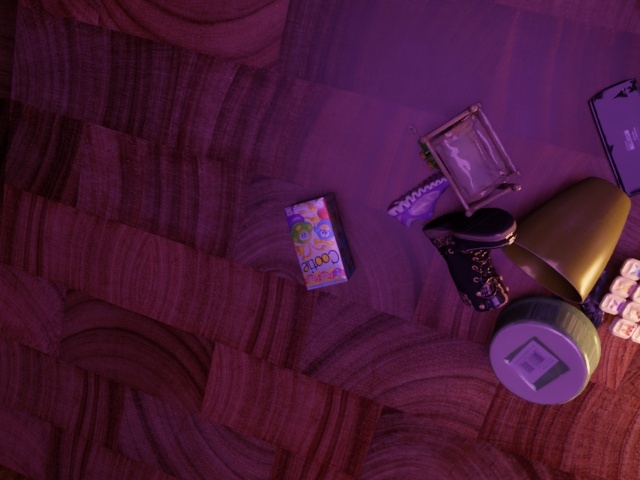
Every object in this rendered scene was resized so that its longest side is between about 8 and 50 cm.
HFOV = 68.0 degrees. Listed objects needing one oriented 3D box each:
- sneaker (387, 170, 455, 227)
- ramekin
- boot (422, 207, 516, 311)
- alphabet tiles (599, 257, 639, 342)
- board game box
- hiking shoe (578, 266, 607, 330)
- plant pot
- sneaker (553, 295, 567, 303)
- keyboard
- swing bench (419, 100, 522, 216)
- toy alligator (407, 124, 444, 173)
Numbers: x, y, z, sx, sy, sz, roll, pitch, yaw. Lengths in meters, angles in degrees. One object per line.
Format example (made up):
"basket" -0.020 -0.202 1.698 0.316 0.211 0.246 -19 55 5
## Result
"sneaker" 0.327 -0.123 1.475 0.236 0.095 0.105 -35 99 23
"ramekin" 0.652 0.333 1.408 0.303 0.148 0.304 13 114 32
"boot" 0.460 0.062 1.358 0.138 0.377 0.284 -31 100 -16
"alphabet tiles" 0.955 0.164 1.364 0.277 0.021 0.284 18 105 -13
"board game box" 0.000 0.000 1.548 0.141 0.144 0.276 -14 98 17
"hiking shoe" 0.792 0.165 1.433 0.114 0.086 0.227 2 94 23
"plant pot" 0.707 -0.024 1.332 0.274 0.275 0.294 41 91 2
"sneaker" 0.740 0.293 1.465 0.132 0.086 0.229 -30 95 20
"keyboard" 0.901 -0.297 1.323 0.201 0.033 0.318 -21 97 23
"swing bench" 0.433 -0.237 1.342 0.165 0.254 0.253 -30 93 27
"toy alligator" 0.332 -0.276 1.456 0.056 0.051 0.190 -38 71 17
